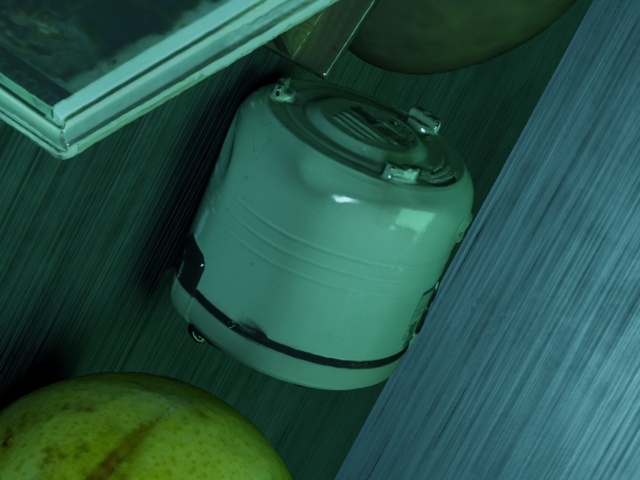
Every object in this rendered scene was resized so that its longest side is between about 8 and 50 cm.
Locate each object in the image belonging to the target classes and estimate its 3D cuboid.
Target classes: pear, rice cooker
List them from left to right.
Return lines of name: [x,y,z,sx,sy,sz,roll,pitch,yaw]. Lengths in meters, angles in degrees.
pear: [-0.148,0.242,1.162,0.314,0.314,0.314,-55,166,-21]
rice cooker: [0.000,0.000,1.345,0.226,0.226,0.244,-33,146,-63]

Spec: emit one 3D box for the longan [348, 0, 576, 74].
longan: [0.093,-0.258,1.078,0.300,0.243,0.300,-50,-164,20]

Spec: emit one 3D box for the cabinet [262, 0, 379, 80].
cabinet: [-0.063,-0.195,0.681,0.148,0.215,0.175,-59,167,-7]

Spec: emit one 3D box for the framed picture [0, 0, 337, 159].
framed picture: [-0.097,-0.136,0.501,0.232,0.019,0.296,-27,140,26]
